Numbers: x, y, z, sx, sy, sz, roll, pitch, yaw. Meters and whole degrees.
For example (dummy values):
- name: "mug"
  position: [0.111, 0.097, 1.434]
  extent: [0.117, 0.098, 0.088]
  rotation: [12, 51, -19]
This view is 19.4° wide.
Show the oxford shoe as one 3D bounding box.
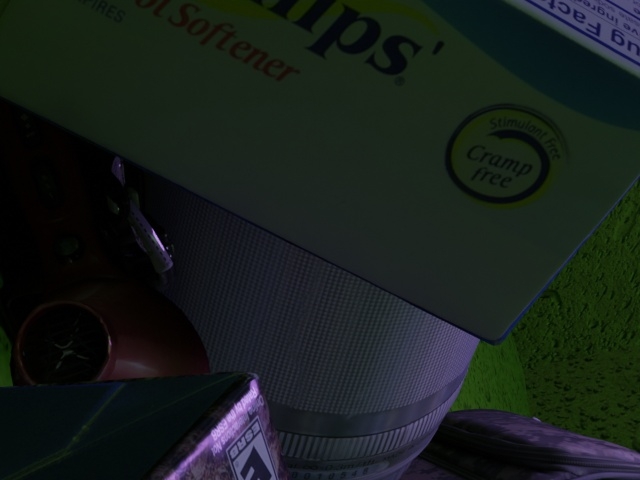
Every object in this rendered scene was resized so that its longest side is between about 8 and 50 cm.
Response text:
- name: "oxford shoe"
  position: [-0.139, -0.008, 0.999]
  extent: [0.096, 0.083, 0.227]
  rotation: [-50, 125, -72]

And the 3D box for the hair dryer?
- name: "hair dryer"
  position: [-0.121, 0.000, 0.818]
  extent: [0.223, 0.080, 0.293]
  rotation: [60, 0, -31]

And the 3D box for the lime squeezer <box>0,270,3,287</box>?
- name: "lime squeezer"
  position: [-0.209, -0.106, 0.868]
  extent: [0.110, 0.059, 0.310]
  rotation: [17, -53, 66]

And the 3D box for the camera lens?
- name: "camera lens"
  position: [0.000, 0.000, 1.105]
  extent: [0.219, 0.219, 0.274]
  rotation: [-91, -166, -50]

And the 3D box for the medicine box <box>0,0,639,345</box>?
- name: "medicine box"
  position: [0.002, -0.134, 0.849]
  extent: [0.263, 0.149, 0.289]
  rotation: [27, 29, -17]

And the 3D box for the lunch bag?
- name: "lunch bag"
  position: [0.140, 0.240, 1.446]
  extent: [0.305, 0.256, 0.212]
  rotation: [8, -66, 67]

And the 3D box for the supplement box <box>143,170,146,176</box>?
- name: "supplement box"
  position: [-0.035, -0.070, 1.320]
  extent: [0.194, 0.195, 0.356]
  rotation: [-92, 165, -49]

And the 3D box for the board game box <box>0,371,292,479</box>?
- name: "board game box"
  position: [-0.089, 0.224, 0.605]
  extent: [0.232, 0.141, 0.291]
  rotation: [-46, 124, -54]
